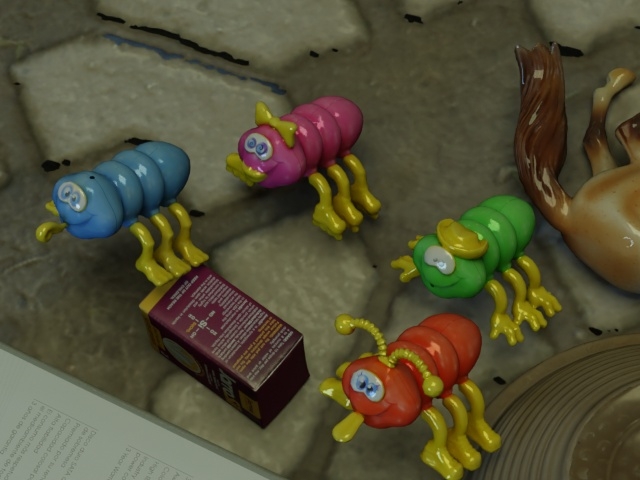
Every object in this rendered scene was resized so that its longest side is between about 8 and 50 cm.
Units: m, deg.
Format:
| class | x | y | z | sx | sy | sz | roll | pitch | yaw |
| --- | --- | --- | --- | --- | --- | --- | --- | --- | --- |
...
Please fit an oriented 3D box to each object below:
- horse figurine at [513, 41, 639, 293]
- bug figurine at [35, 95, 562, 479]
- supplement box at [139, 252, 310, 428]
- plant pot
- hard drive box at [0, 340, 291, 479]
| class | x | y | z | sx | sy | sz | roll | pitch | yaw |
| --- | --- | --- | --- | --- | --- | --- | --- | --- | --- |
| horse figurine | 0.214 | -0.018 | 1.044 | 0.263 | 0.066 | 0.174 | 21 | 59 | 10 |
| bug figurine | 0.000 | 0.000 | 0.988 | 0.279 | 0.072 | 0.216 | 31 | 39 | 23 |
| supplement box | -0.051 | 0.054 | 1.022 | 0.083 | 0.055 | 0.043 | 34 | 68 | 20 |
| plant pot | 0.177 | 0.139 | 0.936 | 0.237 | 0.109 | 0.237 | -1 | 61 | 1 |
| hard drive box | -0.134 | 0.170 | 0.945 | 0.232 | 0.089 | 0.181 | 24 | 66 | 15 |
